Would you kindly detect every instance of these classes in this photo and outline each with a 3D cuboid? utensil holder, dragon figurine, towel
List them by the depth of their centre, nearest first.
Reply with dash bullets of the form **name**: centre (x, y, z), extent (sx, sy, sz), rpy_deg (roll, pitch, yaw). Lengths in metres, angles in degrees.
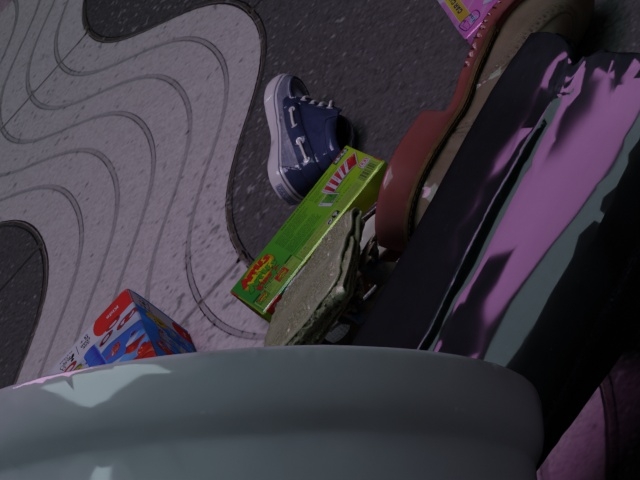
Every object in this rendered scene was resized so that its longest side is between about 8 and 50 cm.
- **utensil holder**: centre (-0.029, 0.280, 0.936), extent (0.327, 0.327, 0.386), rpy_deg (-23, 66, 44)
- **towel**: centre (-0.009, 0.050, 1.444), extent (0.148, 0.027, 0.110), rpy_deg (-55, 13, 37)
- **dragon figurine**: centre (0.070, 0.079, 1.466), extent (0.289, 0.144, 0.085), rpy_deg (-49, 18, 53)

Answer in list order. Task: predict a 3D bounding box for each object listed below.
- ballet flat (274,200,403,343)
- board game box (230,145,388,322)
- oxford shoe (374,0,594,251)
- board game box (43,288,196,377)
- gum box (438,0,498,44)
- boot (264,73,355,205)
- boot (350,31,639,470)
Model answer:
- **ballet flat**: centre (0.028, 0.023, 1.610), extent (0.221, 0.077, 0.079), rpy_deg (-46, -17, 1)
- **board game box**: centre (0.000, 0.000, 1.738), extent (0.181, 0.043, 0.092), rpy_deg (-51, 25, -5)
- **oxford shoe**: centre (0.174, -0.101, 1.560), extent (0.130, 0.123, 0.348), rpy_deg (18, 54, 22)
- **board game box**: centre (-0.228, 0.232, 1.737), extent (0.308, 0.086, 0.302), rpy_deg (-47, 25, 5)
- **gum box**: centre (0.175, -0.239, 1.763), extent (0.107, 0.062, 0.188), rpy_deg (-44, 25, 11)
- **boot**: centre (-0.005, -0.119, 1.899), extent (0.086, 0.069, 0.190), rpy_deg (-30, 39, 22)
- **boot**: centre (0.050, 0.055, 1.260), extent (0.367, 0.146, 0.445), rpy_deg (30, 94, 48)
